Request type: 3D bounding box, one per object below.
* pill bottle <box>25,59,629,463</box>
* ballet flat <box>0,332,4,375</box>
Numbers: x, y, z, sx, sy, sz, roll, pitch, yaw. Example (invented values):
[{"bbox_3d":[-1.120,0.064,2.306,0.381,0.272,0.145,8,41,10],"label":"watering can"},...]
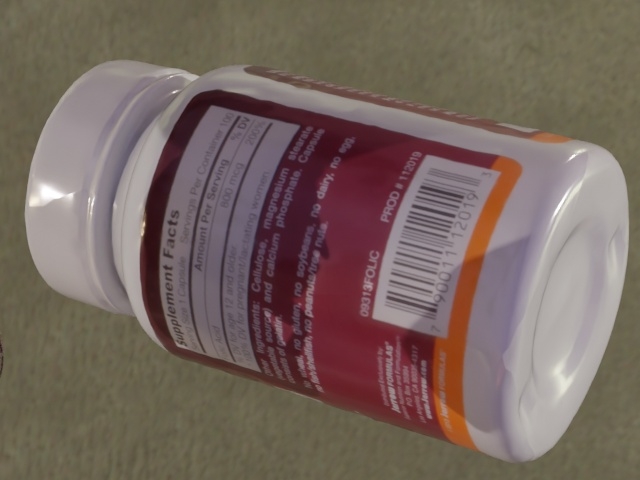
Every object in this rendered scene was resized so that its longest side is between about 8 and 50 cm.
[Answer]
[{"bbox_3d":[0.000,0.000,1.239,0.392,0.224,0.224,16,56,26],"label":"pill bottle"},{"bbox_3d":[-0.324,0.037,1.038,0.316,0.107,0.106,26,31,-29],"label":"ballet flat"}]
